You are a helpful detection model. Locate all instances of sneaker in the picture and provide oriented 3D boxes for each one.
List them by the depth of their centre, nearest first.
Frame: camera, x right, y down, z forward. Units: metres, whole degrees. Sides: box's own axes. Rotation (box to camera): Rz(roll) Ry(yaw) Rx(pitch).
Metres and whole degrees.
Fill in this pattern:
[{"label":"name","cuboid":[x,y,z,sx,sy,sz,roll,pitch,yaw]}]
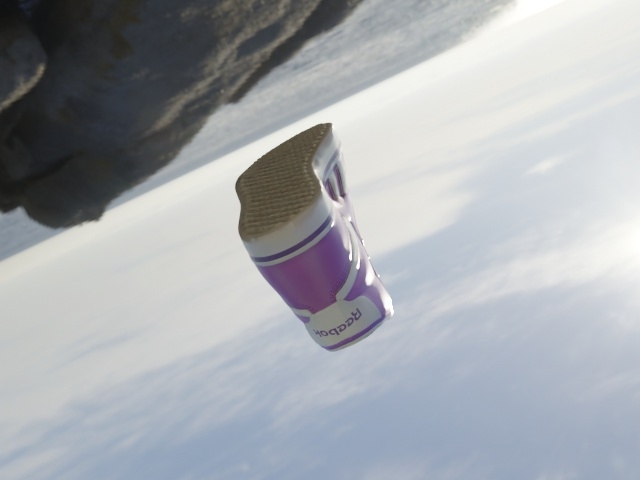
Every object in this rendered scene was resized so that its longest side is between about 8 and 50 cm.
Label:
[{"label":"sneaker","cuboid":[-0.001,0.001,0.770,0.102,0.161,0.282,-27,-158,15]}]
